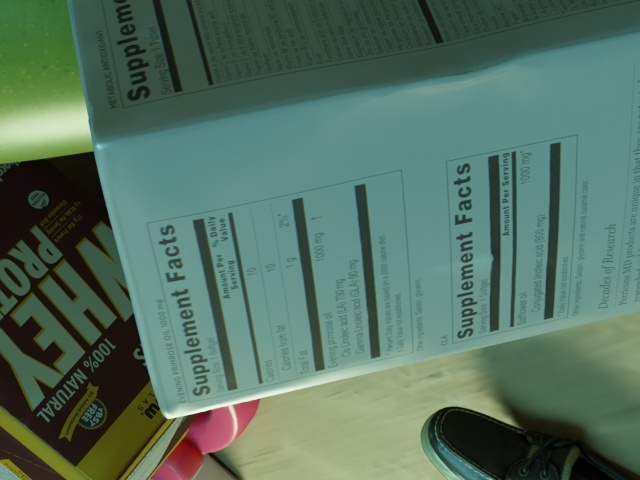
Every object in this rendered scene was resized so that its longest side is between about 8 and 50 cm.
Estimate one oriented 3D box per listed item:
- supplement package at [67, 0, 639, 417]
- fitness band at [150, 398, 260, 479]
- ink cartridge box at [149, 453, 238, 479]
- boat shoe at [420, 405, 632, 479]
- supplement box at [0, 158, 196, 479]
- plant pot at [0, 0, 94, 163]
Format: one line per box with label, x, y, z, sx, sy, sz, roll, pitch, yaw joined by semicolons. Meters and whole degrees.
supplement package;0.043;-0.053;0.544;0.244;0.139;0.134;-12;136;-5
fitness band;-0.170;0.068;1.069;0.291;0.054;0.209;6;132;36
ink cartridge box;-0.134;0.219;1.155;0.063;0.109;0.150;42;146;-5
boat shoe;0.130;0.130;0.869;0.152;0.056;0.049;27;141;-1
supplement box;-0.171;0.069;0.900;0.191;0.129;0.194;38;150;3
plant pot;-0.169;-0.142;0.670;0.293;0.275;0.275;10;140;10
